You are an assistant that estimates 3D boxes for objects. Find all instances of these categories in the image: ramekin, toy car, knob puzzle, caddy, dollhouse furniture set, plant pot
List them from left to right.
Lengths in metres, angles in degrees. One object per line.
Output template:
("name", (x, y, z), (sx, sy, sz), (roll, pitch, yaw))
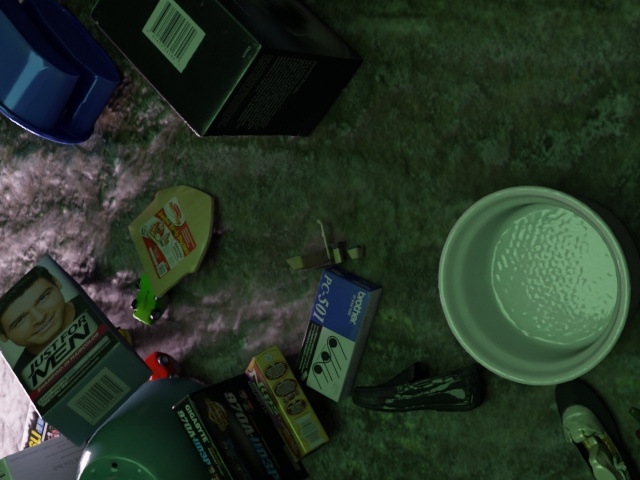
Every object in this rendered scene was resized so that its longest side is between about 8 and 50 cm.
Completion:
("caddy", (-0.544, -0.325, 1.863), (0.179, 0.241, 0.341), (-48, 70, 21))
("toy car", (-0.331, 0.167, 1.899), (0.239, 0.053, 0.225), (24, 108, 28))
("plant pot", (-0.295, 0.420, 1.760), (0.292, 0.235, 0.293), (4, 103, 17))
("knob puzzle", (-0.260, -0.016, 1.832), (0.213, 0.030, 0.213), (-10, 72, 34))
("dollhouse furniture set", (0.000, 0.000, 1.627), (0.091, 0.114, 0.081), (-16, 83, 36))
("ramekin", (0.320, 0.056, 1.412), (0.277, 0.135, 0.277), (4, 98, 32))

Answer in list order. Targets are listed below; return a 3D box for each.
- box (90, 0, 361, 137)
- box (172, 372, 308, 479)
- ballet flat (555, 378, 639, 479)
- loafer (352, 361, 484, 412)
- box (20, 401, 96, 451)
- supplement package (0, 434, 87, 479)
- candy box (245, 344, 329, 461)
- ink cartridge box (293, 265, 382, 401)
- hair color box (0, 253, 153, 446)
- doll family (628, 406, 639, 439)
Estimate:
("box", (-0.143, -0.323, 1.567), (0.296, 0.294, 0.183), (47, 116, 19))
("box", (-0.138, 0.353, 1.724), (0.051, 0.175, 0.220), (-39, 75, 31))
("ballet flat", (0.398, 0.294, 1.432), (0.074, 0.074, 0.203), (-35, 77, 31))
("loafer", (0.153, 0.233, 1.583), (0.223, 0.076, 0.078), (-7, 87, 29))
("box", (-0.505, 0.467, 2.038), (0.257, 0.079, 0.322), (25, 109, 30))
("supplement package", (-0.543, 0.538, 1.907), (0.198, 0.199, 0.263), (-29, 81, 31))
("candy box", (-0.059, 0.282, 1.706), (0.187, 0.053, 0.109), (59, 160, 12))
("ink cartridge box", (0.027, 0.157, 1.668), (0.097, 0.046, 0.207), (24, 109, 27))
("hair color box", (-0.481, 0.194, 1.842), (0.185, 0.114, 0.374), (-44, 41, -9))
("doll family", (0.519, 0.266, 1.348), (0.193, 0.076, 0.111), (26, 105, 25))
